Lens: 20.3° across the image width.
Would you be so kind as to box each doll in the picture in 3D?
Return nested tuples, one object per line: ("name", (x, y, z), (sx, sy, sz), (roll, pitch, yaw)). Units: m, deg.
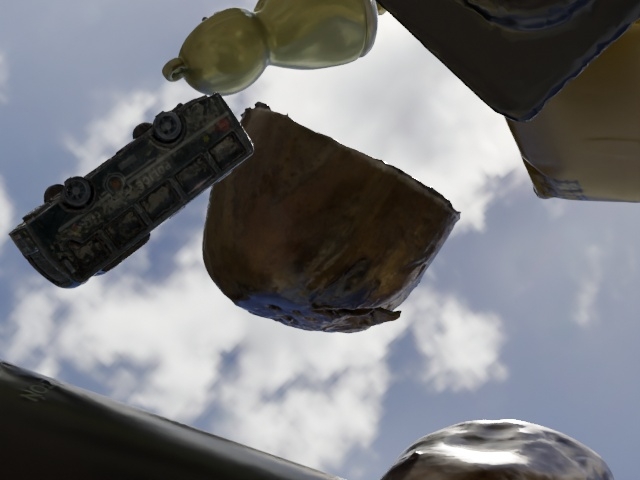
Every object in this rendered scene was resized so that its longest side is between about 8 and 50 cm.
("doll", (-0.046, -0.239, 1.986), (0.296, 0.141, 0.117), (-17, -117, -22))

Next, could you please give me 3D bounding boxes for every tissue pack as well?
("tissue pack", (0.224, -0.138, 1.337), (0.192, 0.271, 0.134), (-1, -120, 22))

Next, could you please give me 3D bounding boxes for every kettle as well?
("kettle", (-0.079, 0.186, 0.952), (0.308, 0.262, 0.203), (15, -116, 8))

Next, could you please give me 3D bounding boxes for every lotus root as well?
("lotus root", (0.000, 0.000, 1.777), (0.272, 0.272, 0.192), (7, -113, 44))

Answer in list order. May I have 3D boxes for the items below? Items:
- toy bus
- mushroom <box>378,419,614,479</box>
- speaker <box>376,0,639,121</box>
("toy bus", (-0.121, -0.033, 1.158), (0.166, 0.065, 0.047), (-39, -169, -24))
("mushroom", (0.124, 0.283, 1.303), (0.259, 0.345, 0.345), (28, -108, 23))
("speaker", (0.085, -0.235, 0.805), (0.232, 0.254, 0.184), (-43, -167, 25))
